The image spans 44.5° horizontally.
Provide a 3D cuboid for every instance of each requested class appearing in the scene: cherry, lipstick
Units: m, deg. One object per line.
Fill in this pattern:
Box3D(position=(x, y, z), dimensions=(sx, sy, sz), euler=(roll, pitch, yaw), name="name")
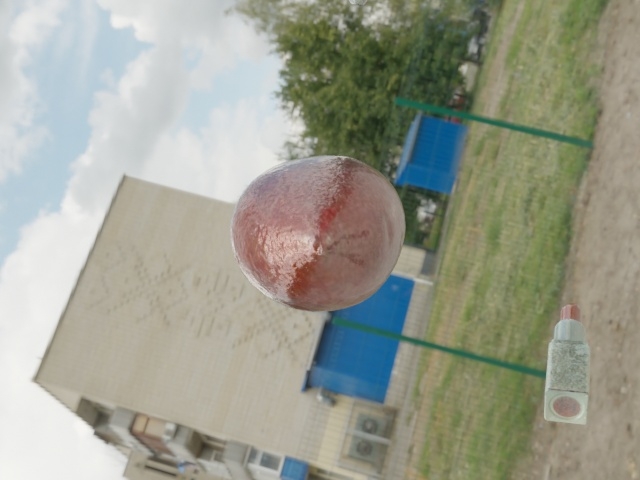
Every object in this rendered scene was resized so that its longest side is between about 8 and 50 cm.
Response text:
Box3D(position=(-0.001, 0.003, 1.020), dimensions=(0.239, 0.239, 0.206), euler=(-68, -16, -49), name="cherry")
Box3D(position=(0.189, 0.085, 0.595), dimensions=(0.129, 0.030, 0.030), euler=(-57, -35, -56), name="lipstick")

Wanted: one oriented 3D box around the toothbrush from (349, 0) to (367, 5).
Box3D(position=(0.023, -0.287, 0.423), dimensions=(0.029, 0.025, 0.307), euler=(-139, 48, -75), name="toothbrush")
